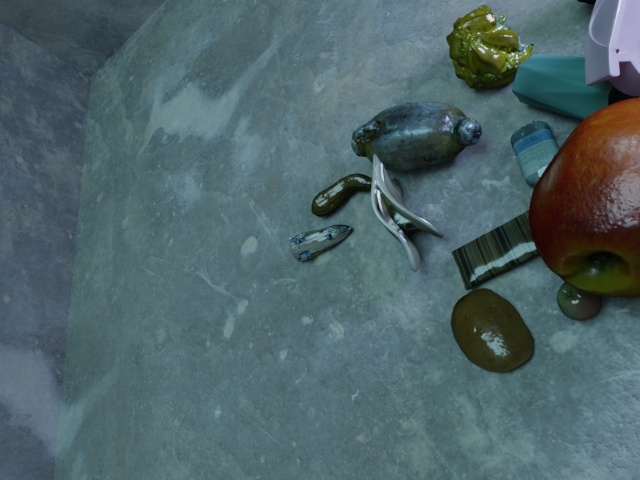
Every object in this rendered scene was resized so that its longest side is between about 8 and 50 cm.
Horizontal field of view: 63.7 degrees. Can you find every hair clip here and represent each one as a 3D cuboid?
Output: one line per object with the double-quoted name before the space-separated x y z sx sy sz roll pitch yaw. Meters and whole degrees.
"hair clip" 0.200 -0.061 1.298 0.113 0.172 0.282 -39 62 10

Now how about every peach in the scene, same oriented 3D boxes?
"peach" 0.549 -0.082 0.911 0.289 0.372 0.373 29 91 9
"peach" 0.505 0.116 1.002 0.083 0.083 0.083 -17 61 34

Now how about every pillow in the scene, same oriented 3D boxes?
"pillow" 0.401 0.023 1.161 0.203 0.038 0.113 -31 51 25

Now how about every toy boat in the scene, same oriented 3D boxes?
"toy boat" 0.000 0.000 1.499 0.210 0.066 0.084 -21 92 22

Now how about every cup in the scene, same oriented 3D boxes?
"cup" 0.558 -0.343 1.135 0.235 0.148 0.134 35 122 47

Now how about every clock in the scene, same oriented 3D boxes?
"clock" 0.655 -0.416 0.972 0.080 0.275 0.290 -172 92 -81

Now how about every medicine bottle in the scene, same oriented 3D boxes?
"medicine bottle" 0.497 -0.169 1.153 0.090 0.053 0.209 -25 58 28

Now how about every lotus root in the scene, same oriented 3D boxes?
"lotus root" 0.254 -0.271 1.339 0.349 0.175 0.175 3 73 37

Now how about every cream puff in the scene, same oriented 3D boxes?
"cream puff" 0.403 -0.486 1.293 0.194 0.194 0.221 -39 48 21

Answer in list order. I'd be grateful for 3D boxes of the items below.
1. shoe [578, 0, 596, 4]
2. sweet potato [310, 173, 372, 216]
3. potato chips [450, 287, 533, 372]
"shoe" 0.732 -0.588 1.062 0.384 0.171 0.237 -25 57 27
"sweet potato" 0.068 -0.141 1.503 0.233 0.062 0.081 -27 71 25
"potato chips" 0.359 0.191 1.116 0.150 0.049 0.202 -37 45 16
